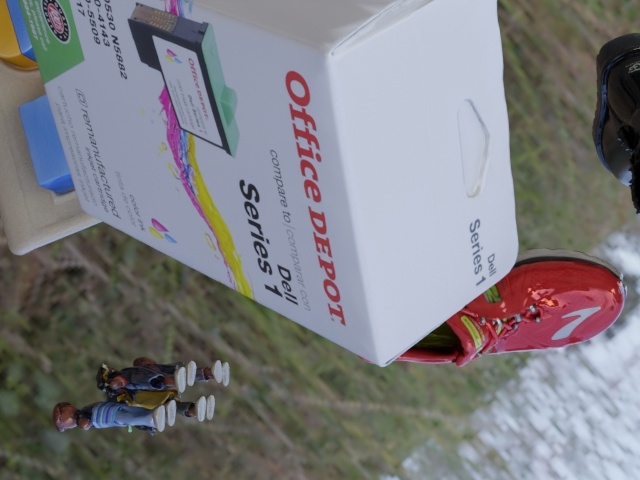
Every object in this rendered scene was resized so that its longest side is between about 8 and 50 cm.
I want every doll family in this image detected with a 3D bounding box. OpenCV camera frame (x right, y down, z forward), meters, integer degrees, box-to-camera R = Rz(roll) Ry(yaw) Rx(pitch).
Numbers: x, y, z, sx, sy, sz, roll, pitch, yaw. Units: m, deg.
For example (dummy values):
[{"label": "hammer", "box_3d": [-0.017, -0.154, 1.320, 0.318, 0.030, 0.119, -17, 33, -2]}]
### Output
[{"label": "doll family", "box_3d": [-0.166, 0.142, 1.391, 0.111, 0.076, 0.193, 3, 175, 19]}]

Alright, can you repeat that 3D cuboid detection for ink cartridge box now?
[{"label": "ink cartridge box", "box_3d": [-0.036, -0.079, 0.864, 0.117, 0.201, 0.278, -35, -138, -31]}]

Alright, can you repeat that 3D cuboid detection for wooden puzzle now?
[{"label": "wooden puzzle", "box_3d": [-0.242, -0.189, 1.631, 0.348, 0.322, 0.080, -22, 165, 19]}]

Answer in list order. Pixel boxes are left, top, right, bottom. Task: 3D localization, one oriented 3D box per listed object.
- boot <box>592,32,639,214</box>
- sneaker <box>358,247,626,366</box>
[{"label": "boot", "box_3d": [0.357, -0.071, 1.609, 0.094, 0.246, 0.207, -16, -125, 5]}, {"label": "sneaker", "box_3d": [0.158, 0.081, 1.467, 0.279, 0.107, 0.118, -7, -160, 8]}]
